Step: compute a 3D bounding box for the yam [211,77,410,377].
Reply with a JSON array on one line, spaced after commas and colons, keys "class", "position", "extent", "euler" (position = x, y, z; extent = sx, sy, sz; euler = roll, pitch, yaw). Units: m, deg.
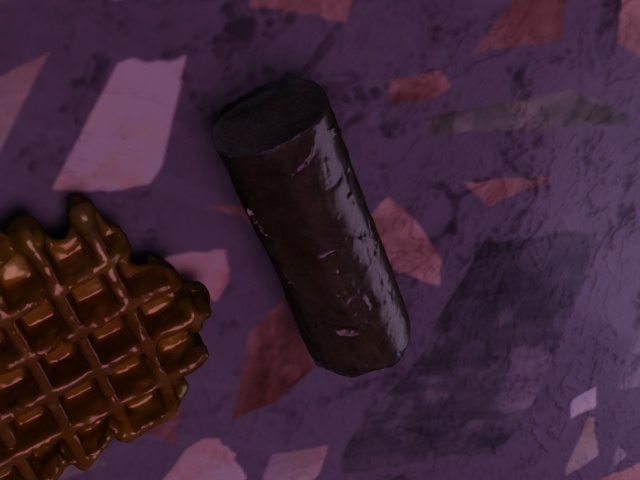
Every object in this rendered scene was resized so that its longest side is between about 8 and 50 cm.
[{"class": "yam", "position": [0.000, 0.000, 1.156], "extent": [0.093, 0.093, 0.259], "euler": [-28, 130, -7]}]

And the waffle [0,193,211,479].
[{"class": "waffle", "position": [-0.186, 0.068, 1.132], "extent": [0.219, 0.057, 0.229], "euler": [-26, 130, -10]}]
